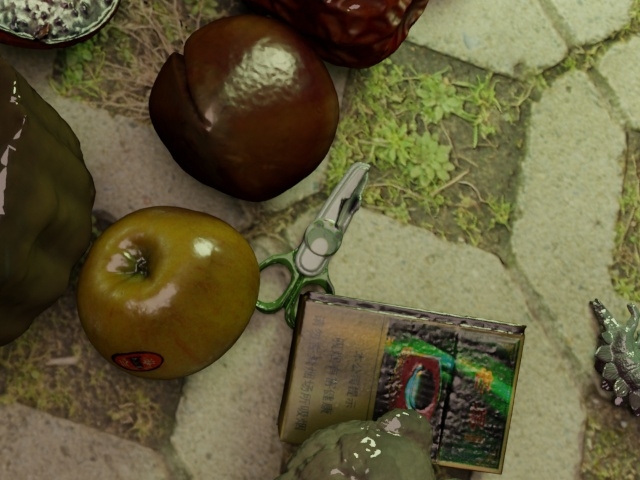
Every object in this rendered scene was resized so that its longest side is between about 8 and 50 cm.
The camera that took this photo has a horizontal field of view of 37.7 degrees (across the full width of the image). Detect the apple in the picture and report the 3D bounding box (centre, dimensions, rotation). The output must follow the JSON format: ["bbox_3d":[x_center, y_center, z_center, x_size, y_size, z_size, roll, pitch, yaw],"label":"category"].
[{"bbox_3d":[-0.155,0.049,0.940,0.183,0.155,0.182,-10,60,18],"label":"apple"}]

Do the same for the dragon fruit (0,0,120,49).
[{"bbox_3d":[-0.338,-0.299,1.021,0.218,0.148,0.223,30,63,-32],"label":"dragon fruit"}]

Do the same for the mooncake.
[{"bbox_3d":[-0.380,-0.036,0.893,0.324,0.187,0.323,-4,70,11],"label":"mooncake"}]

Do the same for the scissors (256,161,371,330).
[{"bbox_3d":[0.000,0.000,1.045,0.101,0.027,0.204,29,78,-4],"label":"scissors"}]

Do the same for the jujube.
[{"bbox_3d":[0.009,-0.311,1.015,0.232,0.213,0.213,33,76,11],"label":"jujube"}]

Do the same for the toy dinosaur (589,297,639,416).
[{"bbox_3d":[0.360,0.156,1.050,0.082,0.039,0.209,-32,73,-9],"label":"toy dinosaur"}]

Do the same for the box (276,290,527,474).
[{"bbox_3d":[0.084,0.148,0.992,0.240,0.071,0.159,9,87,-5],"label":"box"}]

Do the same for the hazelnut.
[{"bbox_3d":[-0.084,-0.134,0.965,0.208,0.208,0.208,1,78,-7],"label":"hazelnut"}]

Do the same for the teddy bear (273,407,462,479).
[{"bbox_3d":[0.052,0.299,0.902,0.236,0.151,0.267,-30,99,-15],"label":"teddy bear"}]
